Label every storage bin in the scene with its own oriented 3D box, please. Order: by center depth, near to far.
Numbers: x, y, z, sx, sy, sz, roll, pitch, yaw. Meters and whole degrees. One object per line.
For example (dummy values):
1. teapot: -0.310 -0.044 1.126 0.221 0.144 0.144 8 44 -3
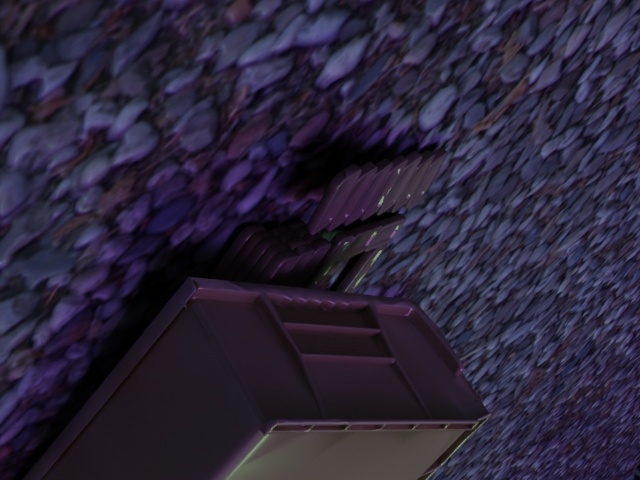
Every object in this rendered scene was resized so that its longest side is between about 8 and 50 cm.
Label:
1. storage bin: -0.049 0.165 1.140 0.260 0.123 0.262 7 131 -48

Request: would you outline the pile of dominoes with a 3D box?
1. pile of dominoes: 0.000 0.000 1.199 0.196 0.040 0.251 -54 166 21
